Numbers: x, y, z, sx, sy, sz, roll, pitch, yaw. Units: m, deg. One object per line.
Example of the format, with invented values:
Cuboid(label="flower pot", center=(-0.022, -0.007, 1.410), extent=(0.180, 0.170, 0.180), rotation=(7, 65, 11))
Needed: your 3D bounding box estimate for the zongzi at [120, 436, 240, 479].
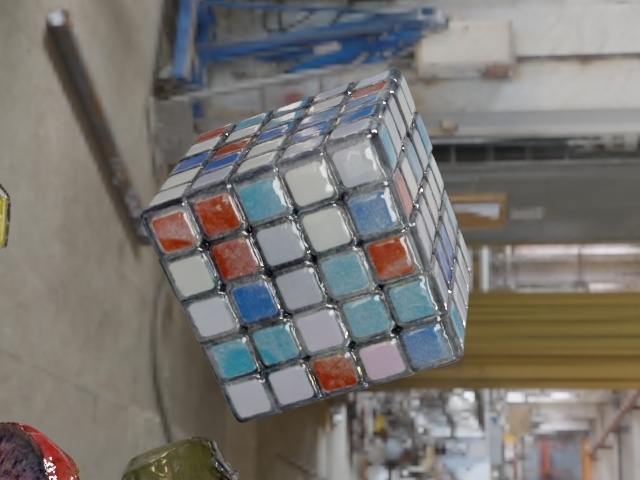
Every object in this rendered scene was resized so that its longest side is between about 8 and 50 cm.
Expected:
Cuboid(label="zongzi", center=(-0.118, 0.448, 1.436), extent=(0.356, 0.174, 0.393), rotation=(-115, -170, -46))

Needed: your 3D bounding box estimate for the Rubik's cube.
Cuboid(label="Rubik's cube", center=(0.000, 0.000, 1.468), extent=(0.293, 0.287, 0.292), rotation=(-71, 140, -65))

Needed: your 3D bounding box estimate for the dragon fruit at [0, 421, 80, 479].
Cuboid(label="dragon fruit", center=(-0.277, 0.290, 1.168), extent=(0.148, 0.224, 0.218), rotation=(30, 71, -44))

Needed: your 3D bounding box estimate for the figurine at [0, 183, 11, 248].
Cuboid(label="figurine", center=(-0.517, -0.018, 1.428), extent=(0.308, 0.308, 0.143), rotation=(78, -9, -54))
